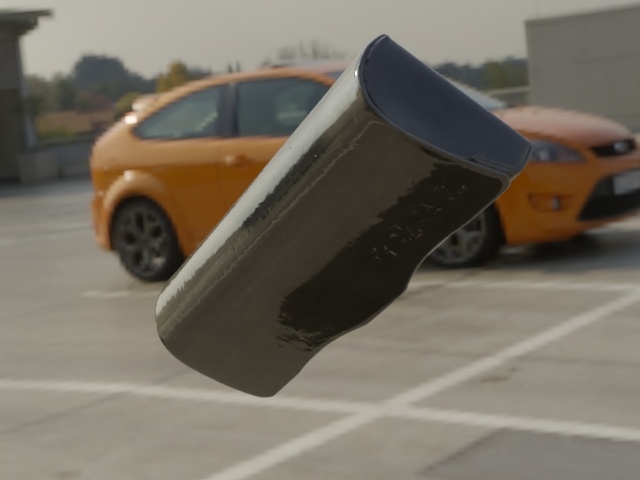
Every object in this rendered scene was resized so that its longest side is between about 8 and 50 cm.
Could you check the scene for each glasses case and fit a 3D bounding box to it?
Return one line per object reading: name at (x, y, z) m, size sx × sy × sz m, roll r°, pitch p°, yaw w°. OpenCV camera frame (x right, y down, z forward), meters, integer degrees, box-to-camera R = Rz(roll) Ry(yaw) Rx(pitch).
glasses case at (0.000, 0.001, 0.521) m, size 0.190 × 0.072 × 0.042 m, roll -46°, pitch 16°, yaw 47°
